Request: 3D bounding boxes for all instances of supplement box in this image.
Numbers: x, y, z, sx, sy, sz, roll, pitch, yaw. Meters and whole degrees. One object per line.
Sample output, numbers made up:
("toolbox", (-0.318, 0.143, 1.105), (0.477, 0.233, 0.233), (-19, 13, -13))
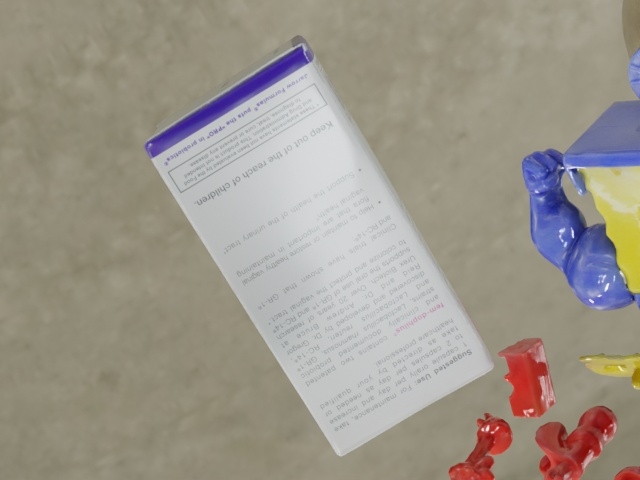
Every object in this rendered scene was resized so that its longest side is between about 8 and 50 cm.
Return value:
("supplement box", (0.000, 0.000, 0.943), (0.114, 0.220, 0.111), (-32, -171, 4))

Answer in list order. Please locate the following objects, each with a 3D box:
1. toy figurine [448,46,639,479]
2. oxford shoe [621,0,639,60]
("toy figurine", (0.196, 0.011, 0.730), (0.191, 0.363, 0.217), (-30, 110, -43))
("oxford shoe", (0.353, -0.139, 0.827), (0.397, 0.146, 0.140), (-4, -177, 32))
